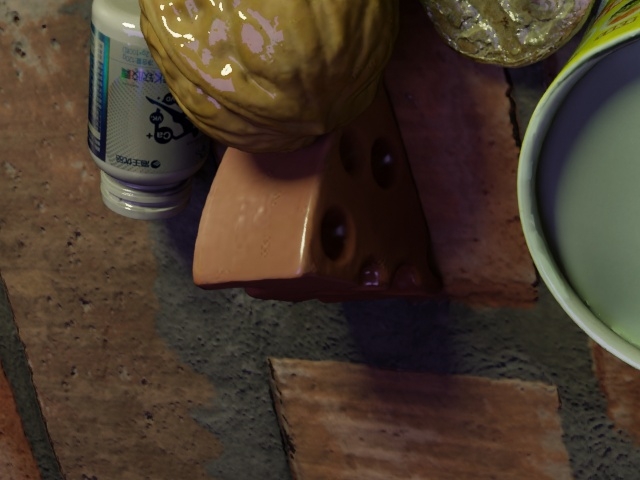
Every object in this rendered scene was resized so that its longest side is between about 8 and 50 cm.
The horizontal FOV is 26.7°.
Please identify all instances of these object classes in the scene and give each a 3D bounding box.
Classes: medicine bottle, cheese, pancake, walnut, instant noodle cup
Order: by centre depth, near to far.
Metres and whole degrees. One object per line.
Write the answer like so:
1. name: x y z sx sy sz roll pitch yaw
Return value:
1. instant noodle cup: 0.267 -0.057 0.829 0.311 0.221 0.311 16 122 27
2. pancake: 0.133 -0.200 0.972 0.158 0.028 0.158 16 120 29
3. walnut: -0.037 -0.165 0.986 0.213 0.213 0.213 16 123 27
4. cheese: -0.016 -0.006 1.079 0.128 0.177 0.203 -3 112 36
5. medicine bottle: -0.145 -0.118 1.153 0.107 0.107 0.192 23 126 22
